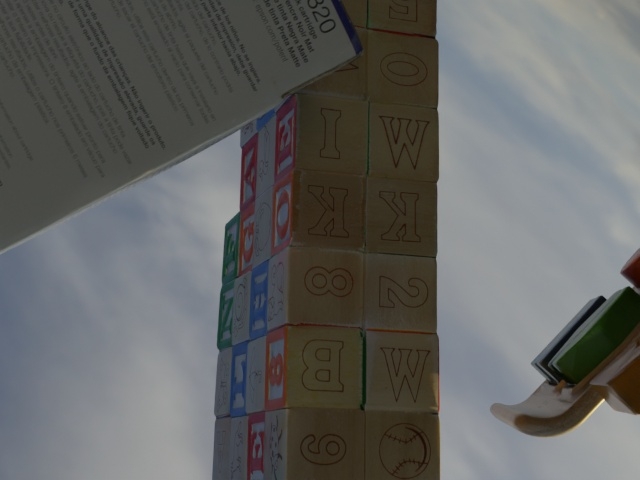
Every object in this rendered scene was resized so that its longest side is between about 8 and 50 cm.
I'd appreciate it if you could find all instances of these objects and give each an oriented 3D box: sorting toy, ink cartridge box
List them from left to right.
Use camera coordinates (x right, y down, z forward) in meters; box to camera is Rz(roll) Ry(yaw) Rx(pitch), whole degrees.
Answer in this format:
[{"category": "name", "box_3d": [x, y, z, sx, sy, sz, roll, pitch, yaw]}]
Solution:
[{"category": "ink cartridge box", "box_3d": [-0.122, -0.134, 0.571, 0.223, 0.224, 0.045, 64, 163, -11]}, {"category": "sorting toy", "box_3d": [0.192, 0.028, 0.684, 0.041, 0.229, 0.307, 48, 179, 7]}]

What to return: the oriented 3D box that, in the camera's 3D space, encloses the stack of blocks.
[{"category": "stack of blocks", "box_3d": [0.000, 0.000, 0.723, 0.087, 0.297, 0.171, 5, 169, -17]}]
